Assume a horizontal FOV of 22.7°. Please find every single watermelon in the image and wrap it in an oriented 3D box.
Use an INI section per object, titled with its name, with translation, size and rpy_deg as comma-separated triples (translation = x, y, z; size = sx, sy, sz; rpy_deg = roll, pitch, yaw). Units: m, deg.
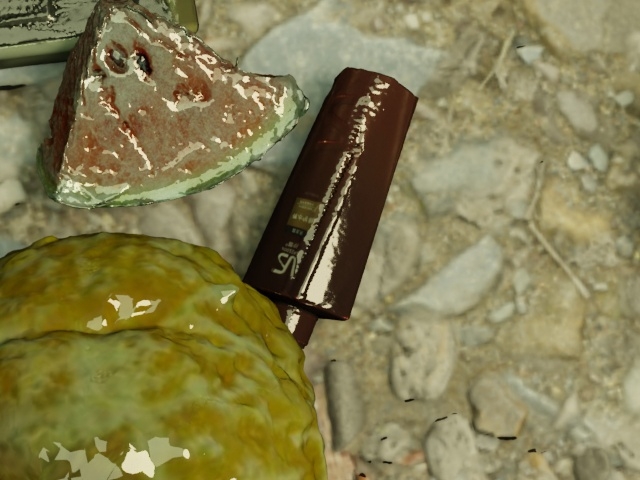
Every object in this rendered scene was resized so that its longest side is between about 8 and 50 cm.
[watermelon]
translation = -0.111, -0.102, 1.077
size = 0.187, 0.071, 0.139
rpy_deg = -20, 107, -5

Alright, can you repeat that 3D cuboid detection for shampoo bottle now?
[shampoo bottle]
translation = -0.002, -0.001, 1.093
size = 0.067, 0.068, 0.236
rpy_deg = 25, 80, -30

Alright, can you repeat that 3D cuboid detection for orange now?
[orange]
translation = -0.121, 0.171, 0.974
size = 0.271, 0.210, 0.368
rpy_deg = -17, 85, -1

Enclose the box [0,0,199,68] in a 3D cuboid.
[box]
translation = -0.205, -0.256, 1.108
size = 0.211, 0.045, 0.270
rpy_deg = -7, 84, -10
